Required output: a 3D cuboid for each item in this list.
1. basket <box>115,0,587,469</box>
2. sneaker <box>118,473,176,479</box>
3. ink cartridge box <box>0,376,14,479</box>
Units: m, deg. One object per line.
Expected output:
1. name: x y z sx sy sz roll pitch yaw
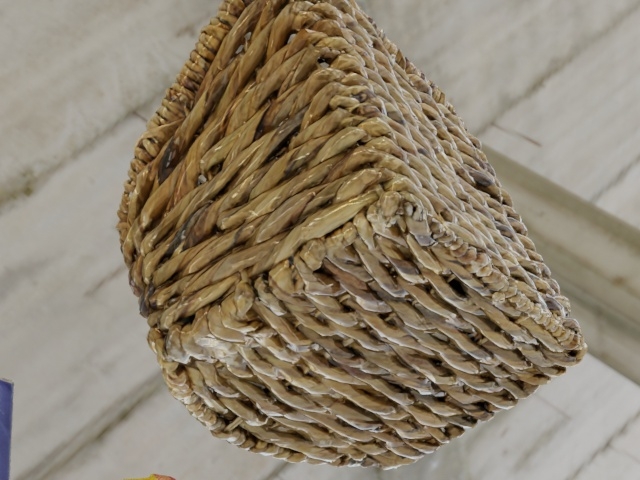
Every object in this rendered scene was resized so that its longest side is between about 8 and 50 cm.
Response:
1. basket: 0.000 0.000 0.832 0.213 0.223 0.299 -34 -34 16
2. sneaker: -0.152 0.199 0.910 0.067 0.064 0.175 37 -47 -27
3. ink cartridge box: -0.391 0.121 0.931 0.065 0.332 0.165 -70 -5 -48
